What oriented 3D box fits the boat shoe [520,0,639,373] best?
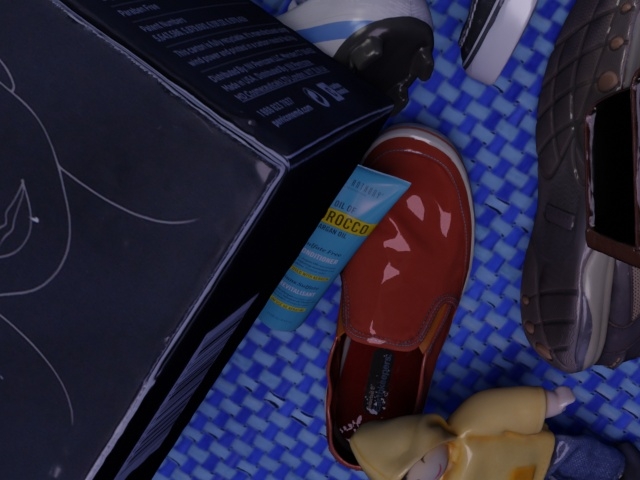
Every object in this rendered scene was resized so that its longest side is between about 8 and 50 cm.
[{"bbox_3d":[0.261,-0.061,1.298,0.130,0.132,0.355,2,108,-21],"label":"boat shoe"}]

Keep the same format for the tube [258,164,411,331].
[{"bbox_3d":[0.000,0.000,1.317,0.080,0.052,0.207,18,136,-13],"label":"tube"}]

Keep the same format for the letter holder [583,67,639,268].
[{"bbox_3d":[0.368,-0.106,1.175,0.302,0.152,0.214,-11,107,-20],"label":"letter holder"}]

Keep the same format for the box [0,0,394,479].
[{"bbox_3d":[-0.286,-0.029,1.157,0.471,0.297,0.480,36,110,6],"label":"box"}]

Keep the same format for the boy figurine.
[{"bbox_3d":[0.162,0.199,1.354,0.285,0.092,0.177,17,113,-29],"label":"boy figurine"}]

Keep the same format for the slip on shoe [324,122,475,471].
[{"bbox_3d":[0.065,0.058,1.361,0.123,0.101,0.331,12,109,4],"label":"slip on shoe"}]

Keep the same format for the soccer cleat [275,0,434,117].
[{"bbox_3d":[-0.017,-0.117,1.314,0.116,0.143,0.331,11,138,-35],"label":"soccer cleat"}]

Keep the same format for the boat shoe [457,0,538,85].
[{"bbox_3d":[0.149,-0.278,1.226,0.102,0.108,0.301,17,108,0],"label":"boat shoe"}]
